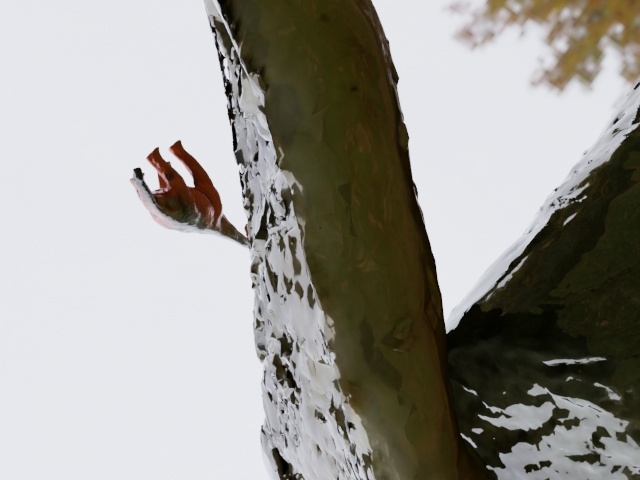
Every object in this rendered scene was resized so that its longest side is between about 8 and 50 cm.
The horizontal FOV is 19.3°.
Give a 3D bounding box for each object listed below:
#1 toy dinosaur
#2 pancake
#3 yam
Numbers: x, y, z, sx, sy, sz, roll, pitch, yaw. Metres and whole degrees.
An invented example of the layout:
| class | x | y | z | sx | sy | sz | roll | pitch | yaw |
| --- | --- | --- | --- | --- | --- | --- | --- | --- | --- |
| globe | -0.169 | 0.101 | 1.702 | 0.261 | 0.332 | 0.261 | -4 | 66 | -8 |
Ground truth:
| class | x | y | z | sx | sy | sz | roll | pitch | yaw |
| --- | --- | --- | --- | --- | --- | --- | --- | --- | --- |
| toy dinosaur | -0.119 | -0.037 | 1.719 | 0.101 | 0.055 | 0.279 | 60 | -162 | 11 |
| pancake | 0.000 | -0.001 | 0.793 | 0.082 | 0.387 | 0.387 | -11 | -124 | -4 |
| yam | 0.189 | 0.020 | 0.874 | 0.195 | 0.195 | 0.300 | 37 | -121 | 4 |
